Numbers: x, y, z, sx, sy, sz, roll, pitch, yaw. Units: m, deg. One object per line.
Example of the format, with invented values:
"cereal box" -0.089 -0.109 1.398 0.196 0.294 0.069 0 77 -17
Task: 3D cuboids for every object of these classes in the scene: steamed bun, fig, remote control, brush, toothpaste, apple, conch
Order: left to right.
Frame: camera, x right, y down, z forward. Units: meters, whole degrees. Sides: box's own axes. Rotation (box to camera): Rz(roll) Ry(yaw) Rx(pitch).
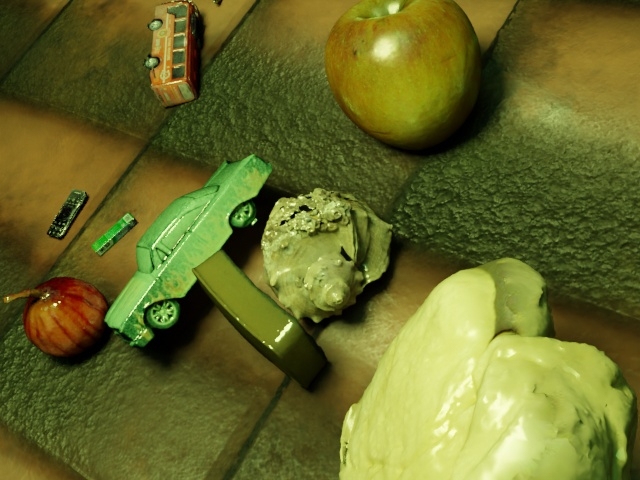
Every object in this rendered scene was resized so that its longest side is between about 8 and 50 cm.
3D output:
"fig" -0.396 0.107 1.070 0.128 0.150 0.128 -48 22 27
"remote control" -0.442 -0.046 1.250 0.039 0.014 0.096 14 67 29
"toothpaste" -0.341 -0.011 1.184 0.083 0.017 0.020 -44 56 -7
"brush" -0.081 0.102 0.939 0.059 0.123 0.197 -44 55 -12
"conch" 0.000 0.000 0.985 0.178 0.163 0.245 -5 32 -19
"apple" 0.120 -0.245 1.043 0.236 0.208 0.237 -13 37 10
"steamed bun" 0.168 0.212 0.684 0.325 0.230 0.372 -60 14 21

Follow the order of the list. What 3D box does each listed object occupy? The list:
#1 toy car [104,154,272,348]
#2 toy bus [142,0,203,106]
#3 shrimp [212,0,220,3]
"toy car" -0.200 0.005 1.041 0.321 0.097 0.141 -55 23 -15
"toy bus" -0.274 -0.357 1.346 0.096 0.073 0.235 -7 57 7
"shrimp" -0.181 -0.518 1.431 0.091 0.025 0.127 3 58 22
